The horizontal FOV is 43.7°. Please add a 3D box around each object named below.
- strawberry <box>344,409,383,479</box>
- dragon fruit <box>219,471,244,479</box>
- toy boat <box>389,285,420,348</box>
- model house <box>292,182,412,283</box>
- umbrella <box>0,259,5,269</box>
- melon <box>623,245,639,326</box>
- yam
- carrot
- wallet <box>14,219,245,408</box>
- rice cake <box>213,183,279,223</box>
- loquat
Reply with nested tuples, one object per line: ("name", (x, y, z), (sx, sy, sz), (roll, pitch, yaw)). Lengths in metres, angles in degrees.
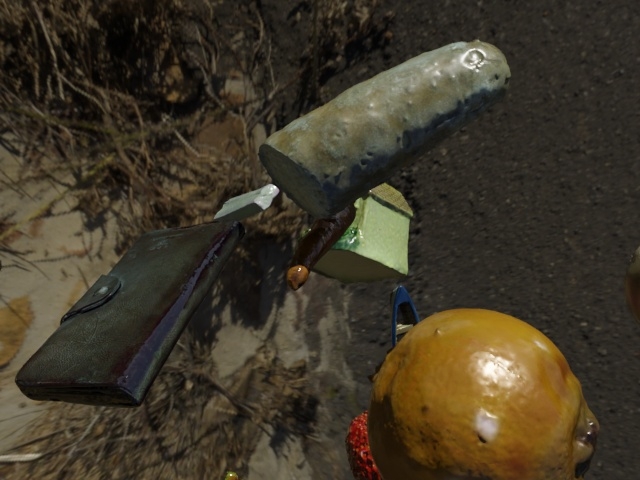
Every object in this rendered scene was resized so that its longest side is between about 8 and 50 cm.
("strawberry", (0.174, 0.441, 1.536), (0.288, 0.250, 0.238), (21, 122, 23))
("dragon fruit", (-0.173, 0.562, 1.640), (0.138, 0.175, 0.142), (-44, 132, 2))
("toy boat", (0.180, 0.205, 1.707), (0.080, 0.046, 0.229), (-15, 100, -23))
("model house", (0.059, -0.030, 1.590), (0.195, 0.214, 0.189), (25, 69, -32))
("umbrella", (-0.720, 0.049, 1.726), (0.083, 0.031, 0.020), (7, 63, 3))
("melon", (0.628, 0.087, 1.250), (0.223, 0.317, 0.223), (-9, 108, -29))
("yam", (0.088, -0.145, 1.005), (0.330, 0.133, 0.133), (-29, 86, -1))
("carrot", (0.000, 0.000, 1.052), (0.047, 0.047, 0.191), (37, 40, -1))
("wallet", (-0.220, 0.075, 0.962), (0.172, 0.318, 0.045), (-3, 124, 24))
("rice cake", (-0.178, -0.085, 1.909), (0.042, 0.222, 0.080), (48, 58, -18))
("loquat", (0.226, 0.257, 1.141), (0.328, 0.328, 0.328), (1, 81, -8))
